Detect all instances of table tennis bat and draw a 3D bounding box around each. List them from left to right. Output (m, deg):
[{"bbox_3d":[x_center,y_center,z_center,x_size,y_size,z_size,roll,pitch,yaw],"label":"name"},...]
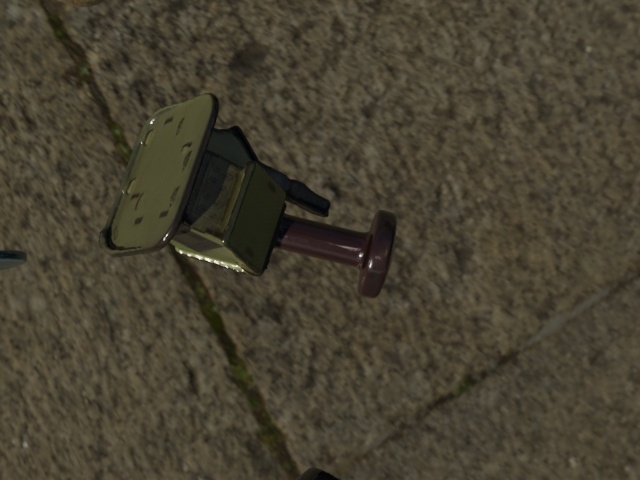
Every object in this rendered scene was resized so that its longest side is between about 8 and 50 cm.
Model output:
[{"bbox_3d":[-0.482,0.028,1.668,0.149,0.237,0.038,-6,84,-14],"label":"table tennis bat"}]

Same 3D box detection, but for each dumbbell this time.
[{"bbox_3d":[0.000,0.000,1.839,0.225,0.124,0.140,13,139,-1],"label":"dumbbell"}]

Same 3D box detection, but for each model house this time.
[{"bbox_3d":[-0.109,-0.031,1.599,0.278,0.205,0.218,28,72,-29],"label":"model house"}]

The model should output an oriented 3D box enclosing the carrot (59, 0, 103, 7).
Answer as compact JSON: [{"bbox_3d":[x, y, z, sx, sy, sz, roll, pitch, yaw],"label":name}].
[{"bbox_3d":[-0.373,-0.376,1.443,0.301,0.138,0.139,12,104,-42],"label":"carrot"}]

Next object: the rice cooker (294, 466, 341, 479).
[{"bbox_3d":[0.019,0.407,1.351,0.224,0.267,0.267,-51,123,-17],"label":"rice cooker"}]
